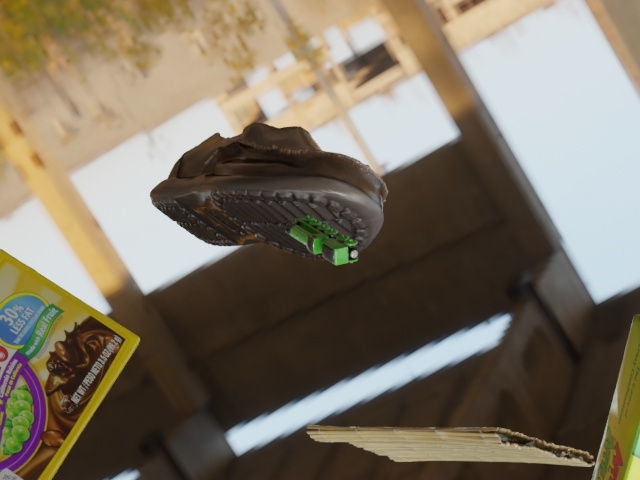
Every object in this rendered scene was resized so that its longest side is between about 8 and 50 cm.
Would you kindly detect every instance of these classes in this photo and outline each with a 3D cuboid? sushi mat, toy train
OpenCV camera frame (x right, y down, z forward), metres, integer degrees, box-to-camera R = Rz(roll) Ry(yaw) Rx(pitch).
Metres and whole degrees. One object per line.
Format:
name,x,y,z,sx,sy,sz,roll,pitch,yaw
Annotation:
sushi mat,0.133,0.223,1.668,0.316,0.151,0.019,-9,-112,52
toy train,0.000,0.000,1.085,0.024,0.017,0.083,-13,-160,-25

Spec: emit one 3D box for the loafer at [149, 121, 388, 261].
loafer,-0.052,-0.070,1.567,0.366,0.134,0.130,7,-117,55

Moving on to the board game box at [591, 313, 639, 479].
board game box,0.189,0.132,0.790,0.092,0.181,0.043,6,-158,-10

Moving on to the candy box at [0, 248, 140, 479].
candy box,-0.184,0.091,0.857,0.027,0.105,0.206,-56,-176,35
